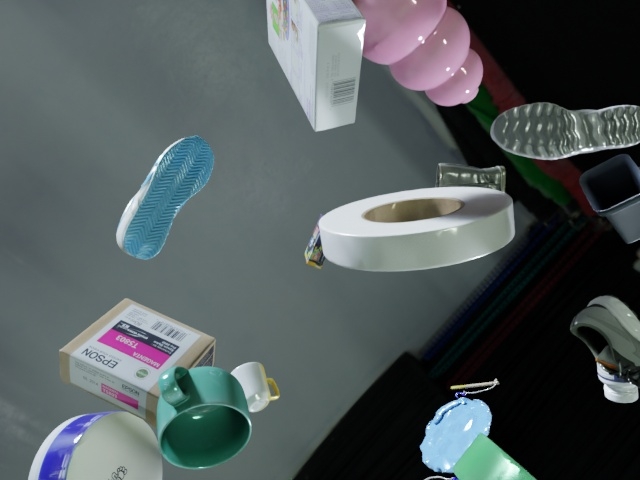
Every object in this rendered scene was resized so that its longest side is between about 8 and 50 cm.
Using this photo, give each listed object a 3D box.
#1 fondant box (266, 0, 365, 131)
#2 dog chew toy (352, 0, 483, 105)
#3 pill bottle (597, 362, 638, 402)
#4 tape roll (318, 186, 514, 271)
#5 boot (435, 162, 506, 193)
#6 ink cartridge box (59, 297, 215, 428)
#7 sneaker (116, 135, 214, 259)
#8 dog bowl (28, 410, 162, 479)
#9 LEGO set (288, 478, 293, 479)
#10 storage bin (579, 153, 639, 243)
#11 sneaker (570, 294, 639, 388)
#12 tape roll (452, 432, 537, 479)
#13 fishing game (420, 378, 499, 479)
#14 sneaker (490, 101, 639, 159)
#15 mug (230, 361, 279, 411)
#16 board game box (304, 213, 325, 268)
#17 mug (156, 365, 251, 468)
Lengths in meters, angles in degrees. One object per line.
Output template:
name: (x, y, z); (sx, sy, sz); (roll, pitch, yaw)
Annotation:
fondant box: (-0.022, -0.424, 1.079); (0.238, 0.096, 0.330); (93, -24, -54)
dog chew toy: (0.208, -0.409, 1.083); (0.331, 0.207, 0.206); (38, 1, -23)
pill bottle: (0.837, 0.349, 1.481); (0.112, 0.111, 0.187); (-140, -140, -78)
tape roll: (0.190, -0.034, 1.074); (0.392, 0.391, 0.072); (-139, -142, -72)
boot: (0.466, -0.150, 1.650); (0.076, 0.208, 0.190); (-152, -121, -81)
ink cartridge box: (-0.360, 0.237, 1.061); (0.234, 0.088, 0.193); (21, 32, 12)
sneaker: (-0.265, -0.079, 0.880); (0.087, 0.229, 0.092); (40, -18, -32)
dog bowl: (-0.457, 0.495, 1.099); (0.265, 0.104, 0.265); (45, 38, -51)
LEGO set: (-0.043, 0.537, 0.776); (0.192, 0.255, 0.332); (35, -42, 29)
storage bin: (0.501, -0.067, 0.863); (0.091, 0.098, 0.135); (48, 29, -20)
sneaker: (0.555, 0.222, 0.922); (0.271, 0.107, 0.100); (51, -25, 35)
tape roll: (0.343, 0.420, 0.766); (0.321, 0.077, 0.321); (40, -4, 3)
fishing game: (0.292, 0.420, 1.132); (0.041, 0.264, 0.189); (44, -42, -14)
sneaker: (0.465, -0.201, 1.021); (0.281, 0.105, 0.115); (1, 1, 0)
mug: (-0.105, 0.241, 0.865); (0.064, 0.078, 0.062); (-124, -151, -41)
board game box: (0.000, 0.000, 1.618); (0.048, 0.141, 0.170); (21, 7, -8)
mug: (-0.169, 0.237, 0.762); (0.129, 0.158, 0.097); (1, 29, -19)
